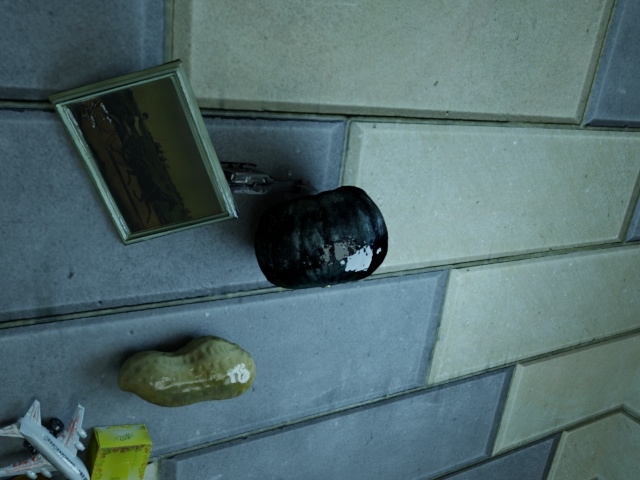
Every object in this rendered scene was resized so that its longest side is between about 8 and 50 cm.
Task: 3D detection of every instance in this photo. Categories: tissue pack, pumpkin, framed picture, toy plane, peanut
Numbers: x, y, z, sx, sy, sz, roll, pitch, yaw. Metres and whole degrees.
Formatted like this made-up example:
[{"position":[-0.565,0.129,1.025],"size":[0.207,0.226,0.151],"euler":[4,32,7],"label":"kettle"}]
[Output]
[{"position":[-0.375,0.425,1.000],"size":[0.095,0.062,0.175],"euler":[10,106,-34],"label":"tissue pack"},{"position":[0.000,0.000,0.940],"size":[0.233,0.233,0.162],"euler":[-13,89,-26],"label":"pumpkin"},{"position":[-0.251,-0.116,0.811],"size":[0.197,0.014,0.252],"euler":[-14,120,5],"label":"framed picture"},{"position":[-0.102,-0.095,0.925],"size":[0.197,0.078,0.053],"euler":[1,109,-30],"label":"toy plane"},{"position":[-0.444,0.345,0.917],"size":[0.162,0.066,0.171],"euler":[-39,119,-12],"label":"toy plane"},{"position":[-0.232,0.229,0.977],"size":[0.237,0.110,0.120],"euler":[3,130,-25],"label":"peanut"}]

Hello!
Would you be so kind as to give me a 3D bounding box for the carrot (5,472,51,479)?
[{"position":[-0.479,0.522,0.961],"size":[0.102,0.102,0.262],"euler":[-19,121,-23],"label":"carrot"}]
